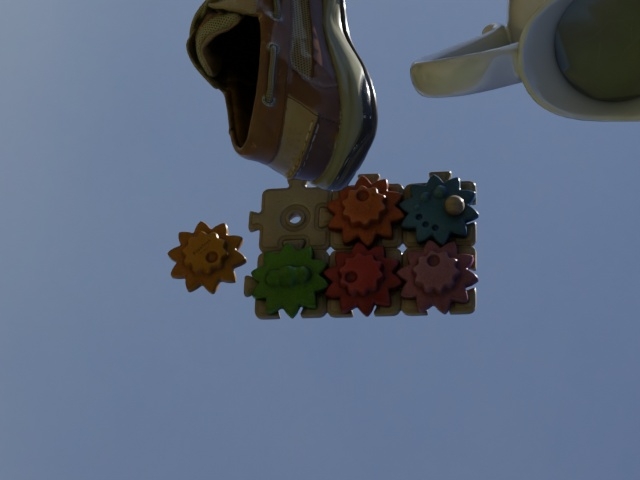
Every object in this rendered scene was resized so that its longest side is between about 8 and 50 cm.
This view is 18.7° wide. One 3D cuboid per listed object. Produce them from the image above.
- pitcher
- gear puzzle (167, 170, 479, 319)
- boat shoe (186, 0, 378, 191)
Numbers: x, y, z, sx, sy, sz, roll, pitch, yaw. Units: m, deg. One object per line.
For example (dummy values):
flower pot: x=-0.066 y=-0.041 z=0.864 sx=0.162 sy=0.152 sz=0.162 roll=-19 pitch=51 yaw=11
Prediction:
pitcher: x=0.145 y=-0.124 z=1.148 sx=0.207 sy=0.178 sz=0.125 roll=-66 pitch=149 yaw=-73
gear puzzle: x=0.000 y=0.000 z=2.083 sx=0.044 sy=0.339 sz=0.175 roll=70 pitch=20 yaw=-61
boat shoe: x=-0.047 y=-0.175 z=1.642 sx=0.324 sy=0.120 sz=0.122 roll=-110 pitch=-145 yaw=-46
